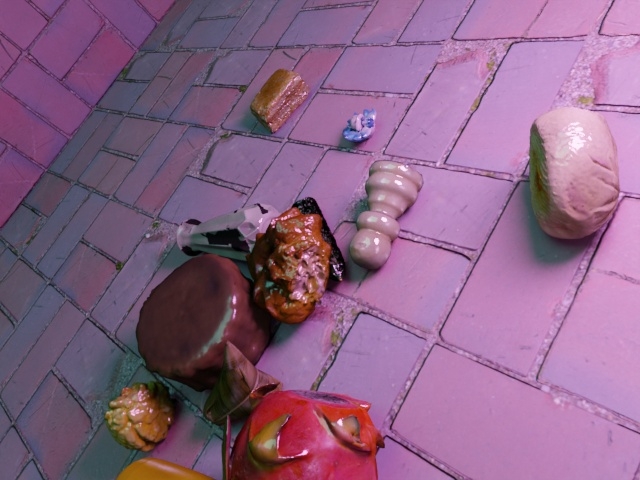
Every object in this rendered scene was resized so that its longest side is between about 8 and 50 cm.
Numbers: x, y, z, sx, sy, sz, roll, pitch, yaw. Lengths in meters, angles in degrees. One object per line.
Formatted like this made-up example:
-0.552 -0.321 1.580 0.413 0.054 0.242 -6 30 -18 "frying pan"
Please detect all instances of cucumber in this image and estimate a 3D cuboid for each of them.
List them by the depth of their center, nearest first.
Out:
0.000 0.002 1.340 0.072 0.072 0.300 -35 48 12 "cucumber"

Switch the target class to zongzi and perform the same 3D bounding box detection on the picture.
-0.220 0.319 1.187 0.204 0.204 0.094 -23 30 24 "zongzi"

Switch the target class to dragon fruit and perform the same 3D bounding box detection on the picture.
-0.023 0.353 0.942 0.290 0.290 0.190 -6 77 35 "dragon fruit"

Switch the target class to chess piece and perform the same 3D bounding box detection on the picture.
0.139 -0.051 1.240 0.133 0.133 0.243 8 69 41 "chess piece"

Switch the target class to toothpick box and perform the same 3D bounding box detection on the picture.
-0.288 0.553 1.090 0.271 0.175 0.175 -3 58 32 "toothpick box"

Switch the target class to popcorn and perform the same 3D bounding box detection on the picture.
-0.431 0.423 1.314 0.142 0.173 0.174 -37 41 34 "popcorn"

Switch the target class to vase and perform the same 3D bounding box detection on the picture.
-0.255 -0.013 1.499 0.360 0.165 0.165 -2 59 41 "vase"

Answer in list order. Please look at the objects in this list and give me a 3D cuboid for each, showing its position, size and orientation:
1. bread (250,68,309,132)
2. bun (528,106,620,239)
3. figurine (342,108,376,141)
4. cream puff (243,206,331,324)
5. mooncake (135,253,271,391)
-0.140 -0.466 1.772 0.196 0.102 0.138 -48 41 0 "bread"
0.469 -0.130 0.991 0.153 0.244 0.244 -1 56 9 "bun"
0.103 -0.315 1.486 0.114 0.079 0.114 -17 57 29 "figurine"
-0.073 0.063 1.255 0.241 0.154 0.269 -35 52 48 "cream puff"
-0.281 0.206 1.328 0.323 0.187 0.324 -19 51 25 "mooncake"
